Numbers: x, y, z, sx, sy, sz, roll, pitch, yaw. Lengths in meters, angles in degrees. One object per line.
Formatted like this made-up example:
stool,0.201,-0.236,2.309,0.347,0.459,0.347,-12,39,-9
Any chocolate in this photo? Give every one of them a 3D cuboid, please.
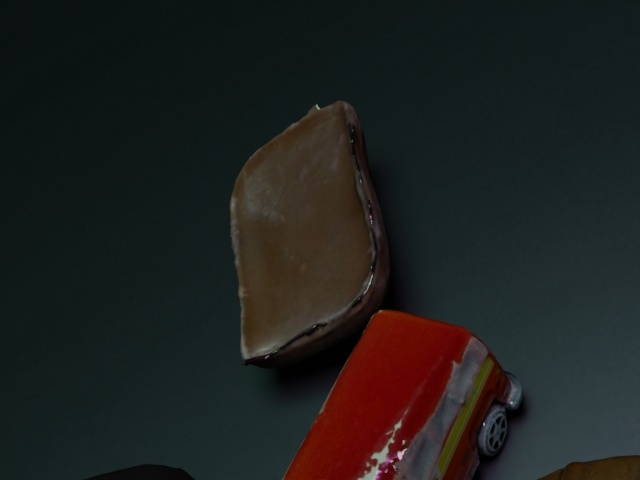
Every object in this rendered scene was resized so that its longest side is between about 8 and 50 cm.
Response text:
chocolate,0.001,0.001,1.136,0.161,0.083,0.261,-29,44,26

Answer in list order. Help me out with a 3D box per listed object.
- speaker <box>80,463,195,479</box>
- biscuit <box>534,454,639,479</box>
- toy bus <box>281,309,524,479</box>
speaker,-0.130,0.259,0.797,0.388,0.184,0.180,13,83,65
biscuit,0.174,0.289,0.798,0.366,0.115,0.268,-41,46,-9
toy bus,0.043,0.180,0.944,0.121,0.120,0.265,13,60,34
